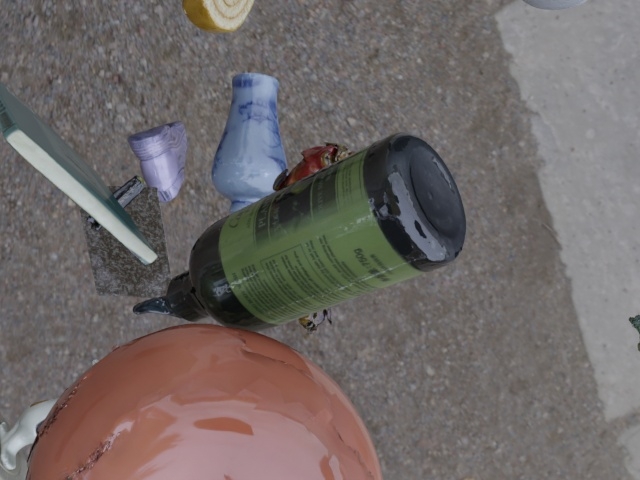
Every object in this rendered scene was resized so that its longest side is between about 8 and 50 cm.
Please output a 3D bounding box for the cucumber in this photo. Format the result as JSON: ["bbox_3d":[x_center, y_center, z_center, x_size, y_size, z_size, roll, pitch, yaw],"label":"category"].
[{"bbox_3d":[-0.349,-0.066,1.328,0.033,0.034,0.135,50,60,-13],"label":"cucumber"}]

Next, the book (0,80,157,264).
[{"bbox_3d":[-0.382,-0.117,1.148,0.031,0.379,0.264,-45,124,-4],"label":"book"}]

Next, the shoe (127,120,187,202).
[{"bbox_3d":[-0.303,-0.155,1.509,0.095,0.245,0.137,-13,102,1],"label":"shoe"}]

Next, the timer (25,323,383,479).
[{"bbox_3d":[-0.074,0.168,0.499,0.230,0.215,0.229,2,79,-10],"label":"timer"}]

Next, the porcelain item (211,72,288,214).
[{"bbox_3d":[-0.128,-0.172,1.429,0.141,0.141,0.259,4,85,-20],"label":"porcelain item"}]

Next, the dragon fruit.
[{"bbox_3d":[0.000,0.000,0.973,0.125,0.125,0.246,3,98,2],"label":"dragon fruit"}]

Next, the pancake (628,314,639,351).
[{"bbox_3d":[0.419,0.095,0.891,0.022,0.116,0.129,-37,143,-48],"label":"pancake"}]

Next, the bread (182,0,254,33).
[{"bbox_3d":[-0.161,-0.405,1.238,0.122,0.073,0.149,38,68,-49],"label":"bread"}]

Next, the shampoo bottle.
[{"bbox_3d":[-0.029,0.013,0.615,0.284,0.101,0.101,-23,129,33],"label":"shampoo bottle"}]

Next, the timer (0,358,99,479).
[{"bbox_3d":[-0.461,0.305,1.249,0.266,0.175,0.175,-29,123,-5],"label":"timer"}]

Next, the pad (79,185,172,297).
[{"bbox_3d":[-0.359,0.006,1.433,0.158,0.003,0.235,2,119,9],"label":"pad"}]

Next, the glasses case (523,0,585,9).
[{"bbox_3d":[0.162,-0.263,0.598,0.193,0.074,0.049,52,58,-37],"label":"glasses case"}]
